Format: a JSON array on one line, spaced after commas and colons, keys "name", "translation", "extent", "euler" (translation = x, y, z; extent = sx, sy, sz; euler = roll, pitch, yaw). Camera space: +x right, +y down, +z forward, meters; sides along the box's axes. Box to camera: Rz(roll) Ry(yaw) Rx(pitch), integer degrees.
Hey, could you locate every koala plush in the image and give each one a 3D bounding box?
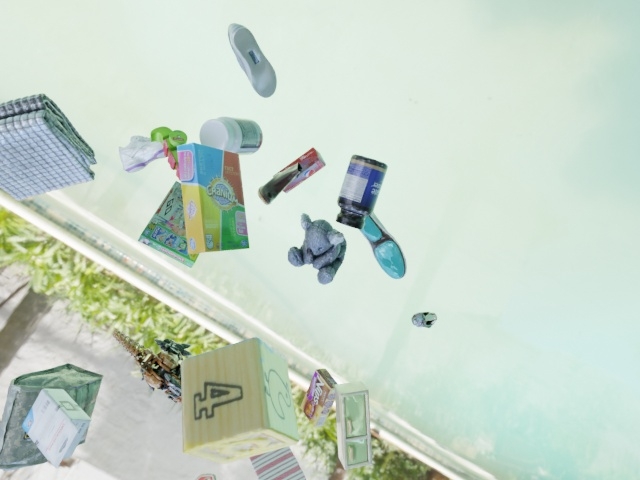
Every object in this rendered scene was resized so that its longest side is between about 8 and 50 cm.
[{"name": "koala plush", "translation": [0.000, 0.000, 1.610], "extent": [0.196, 0.203, 0.221], "euler": [30, 157, 20]}]

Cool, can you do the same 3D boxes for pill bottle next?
[{"name": "pill bottle", "translation": [-0.372, -0.437, 1.960], "extent": [0.161, 0.161, 0.283], "euler": [24, -162, 14]}, {"name": "pill bottle", "translation": [0.123, -0.151, 1.474], "extent": [0.123, 0.219, 0.123], "euler": [17, -173, -2]}]

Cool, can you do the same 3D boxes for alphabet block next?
[{"name": "alphabet block", "translation": [-0.177, 0.355, 1.025], "extent": [0.193, 0.197, 0.192], "euler": [-20, 146, 9]}]

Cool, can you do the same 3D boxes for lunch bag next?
[{"name": "lunch bag", "translation": [-0.810, 0.513, 1.373], "extent": [0.169, 0.235, 0.287], "euler": [15, 179, 12]}]

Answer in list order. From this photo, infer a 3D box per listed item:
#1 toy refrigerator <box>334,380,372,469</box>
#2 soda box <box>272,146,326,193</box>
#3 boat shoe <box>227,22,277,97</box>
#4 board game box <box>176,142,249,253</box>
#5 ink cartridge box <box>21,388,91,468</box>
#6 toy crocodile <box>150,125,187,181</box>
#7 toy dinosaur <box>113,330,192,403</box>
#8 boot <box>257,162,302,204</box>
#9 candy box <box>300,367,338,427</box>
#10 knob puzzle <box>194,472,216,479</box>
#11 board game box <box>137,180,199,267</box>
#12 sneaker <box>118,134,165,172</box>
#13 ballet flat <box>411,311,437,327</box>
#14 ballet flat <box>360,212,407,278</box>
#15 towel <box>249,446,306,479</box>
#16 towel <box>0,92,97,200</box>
[{"name": "toy refrigerator", "translation": [0.115, 0.640, 1.620], "extent": [0.102, 0.269, 0.094], "euler": [-4, -174, -13]}, {"name": "soda box", "translation": [-0.107, -0.354, 2.369], "extent": [0.083, 0.263, 0.092], "euler": [28, -147, -62]}, {"name": "boat shoe", "translation": [-0.193, -0.513, 1.326], "extent": [0.081, 0.079, 0.227], "euler": [55, 176, 39]}, {"name": "board game box", "translation": [-0.323, -0.122, 1.435], "extent": [0.064, 0.316, 0.242], "euler": [-7, 180, 23]}, {"name": "ink cartridge box", "translation": [-0.624, 0.447, 1.118], "extent": [0.180, 0.104, 0.060], "euler": [24, 173, 32]}, {"name": "toy crocodile", "translation": [-0.526, -0.299, 1.759], "extent": [0.340, 0.105, 0.115], "euler": [56, 147, 14]}, {"name": "toy dinosaur", "translation": [-0.433, 0.359, 1.322], "extent": [0.322, 0.164, 0.218], "euler": [63, 162, -8]}, {"name": "boot", "translation": [-0.189, -0.278, 2.210], "extent": [0.207, 0.248, 0.090], "euler": [-35, 108, 20]}, {"name": "candy box", "translation": [-0.002, 0.588, 1.748], "extent": [0.053, 0.186, 0.109], "euler": [5, -155, -37]}, {"name": "knob puzzle", "translation": [-0.410, 0.891, 1.595], "extent": [0.030, 0.213, 0.213], "euler": [25, 166, -38]}, {"name": "board game box", "translation": [-0.525, -0.068, 1.787], "extent": [0.213, 0.317, 0.046], "euler": [29, 134, -15]}, {"name": "sneaker", "translation": [-0.760, -0.422, 2.068], "extent": [0.114, 0.305, 0.152], "euler": [23, -137, -85]}, {"name": "ballet flat", "translation": [0.252, 0.185, 1.095], "extent": [0.041, 0.041, 0.114], "euler": [15, -177, 33]}, {"name": "ballet flat", "translation": [0.280, -0.008, 2.146], "extent": [0.400, 0.139, 0.139], "euler": [54, 154, -11]}, {"name": "towel", "translation": [-0.145, 0.784, 1.584], "extent": [0.197, 0.144, 0.029], "euler": [51, 149, 39]}, {"name": "towel", "translation": [-0.748, -0.241, 1.206], "extent": [0.235, 0.121, 0.283], "euler": [-17, 158, -5]}]
